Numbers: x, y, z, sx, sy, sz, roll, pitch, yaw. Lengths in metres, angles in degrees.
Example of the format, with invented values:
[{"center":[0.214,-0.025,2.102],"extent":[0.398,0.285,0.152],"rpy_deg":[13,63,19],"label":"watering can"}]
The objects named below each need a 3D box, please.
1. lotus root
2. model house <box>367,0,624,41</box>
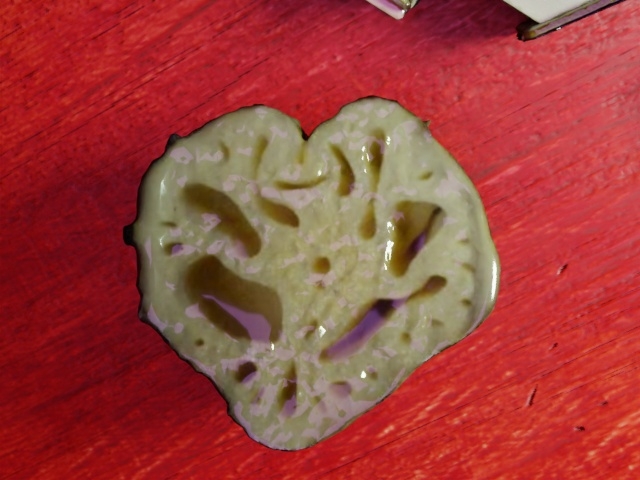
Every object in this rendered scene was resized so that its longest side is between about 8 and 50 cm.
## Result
[{"center":[0.000,0.000,0.884],"extent":[0.316,0.250,0.316],"rpy_deg":[0,91,7],"label":"lotus root"},{"center":[0.212,-0.291,0.819],"extent":[0.244,0.169,0.326],"rpy_deg":[33,103,-2],"label":"model house"}]
